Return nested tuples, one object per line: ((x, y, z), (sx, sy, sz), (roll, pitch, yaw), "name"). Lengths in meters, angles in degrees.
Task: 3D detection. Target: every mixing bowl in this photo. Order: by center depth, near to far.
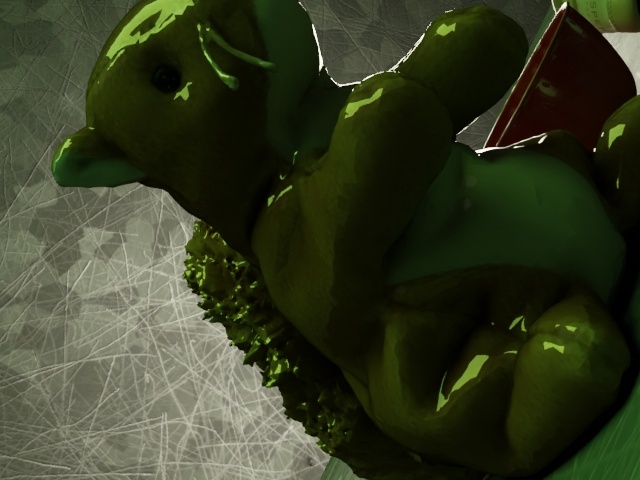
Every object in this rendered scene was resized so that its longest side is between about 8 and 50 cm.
((0.217, -0.109, 1.070), (0.181, 0.098, 0.181), (-63, -2, -5), "mixing bowl")

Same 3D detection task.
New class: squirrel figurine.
((0.000, 0.000, 0.849), (0.281, 0.370, 0.397), (-62, -2, -38), "squirrel figurine")

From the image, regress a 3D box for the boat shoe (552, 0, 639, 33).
((0.349, -0.349, 1.172), (0.110, 0.122, 0.341), (19, 84, 54), "boat shoe")
